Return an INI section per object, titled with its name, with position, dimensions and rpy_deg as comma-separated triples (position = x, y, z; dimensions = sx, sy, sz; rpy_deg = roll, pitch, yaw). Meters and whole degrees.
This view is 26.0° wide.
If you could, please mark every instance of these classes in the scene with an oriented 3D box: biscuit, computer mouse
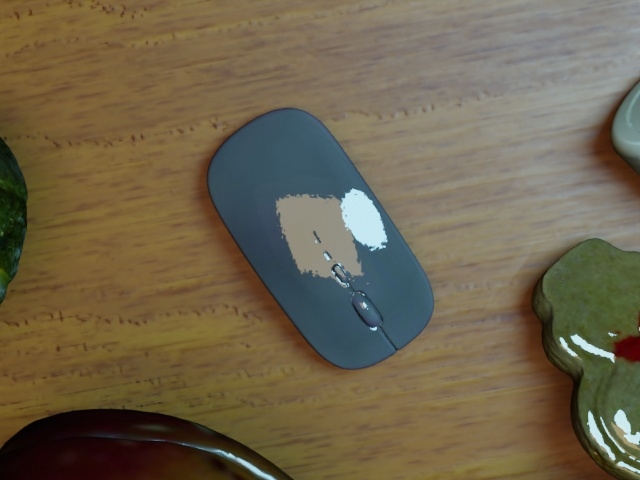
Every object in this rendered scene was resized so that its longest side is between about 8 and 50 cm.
[biscuit]
position = 0.293, 0.140, 1.120
dimensions = 0.183, 0.047, 0.320
rpy_deg = -12, 72, -15
[computer mouse]
position = 0.000, 0.000, 1.165
dimensions = 0.120, 0.057, 0.232
rpy_deg = -33, 93, 5

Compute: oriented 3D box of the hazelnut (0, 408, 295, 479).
[hazelnut]
position = -0.173, 0.338, 1.053
dimensions = 0.402, 0.402, 0.429
rpy_deg = 33, 83, -1

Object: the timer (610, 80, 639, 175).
[timer]
position = 0.376, -0.030, 1.117
dimensions = 0.175, 0.175, 0.266
rpy_deg = -37, 109, 5

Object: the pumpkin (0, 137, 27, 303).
[pumpkin]
position = -0.358, -0.011, 1.124
dimensions = 0.260, 0.189, 0.260
rpy_deg = -4, 74, 13
